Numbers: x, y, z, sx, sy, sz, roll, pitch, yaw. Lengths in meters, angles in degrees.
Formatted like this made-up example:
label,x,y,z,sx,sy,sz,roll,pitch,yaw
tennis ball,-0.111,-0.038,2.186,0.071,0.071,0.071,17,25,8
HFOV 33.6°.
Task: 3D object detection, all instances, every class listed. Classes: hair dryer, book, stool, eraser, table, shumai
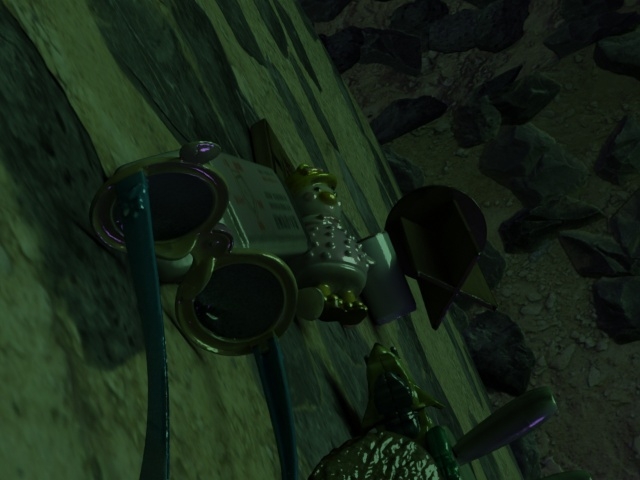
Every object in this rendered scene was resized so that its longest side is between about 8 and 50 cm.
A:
label,x,y,z,sx,sy,sz,roll,pitch,yaw
hair dryer,0.090,0.063,1.654,0.236,0.073,0.131,77,-10,-86
book,-0.018,-0.020,1.287,0.231,0.026,0.161,58,11,-36
stool,0.284,0.330,1.564,0.195,0.198,0.195,64,9,10
eraser,-0.070,-0.019,0.839,0.089,0.061,0.352,64,8,5
table,0.188,0.031,1.594,0.167,0.167,0.227,62,8,-21
shumai,0.027,0.204,0.770,0.099,0.123,0.087,47,-36,12

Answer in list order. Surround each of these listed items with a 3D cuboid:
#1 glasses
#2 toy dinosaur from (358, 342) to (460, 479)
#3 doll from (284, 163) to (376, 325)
label,x,y,z,sx,sy,sz,roll,pitch,yaw
glasses,-0.077,0.080,0.597,0.190,0.088,0.221,57,31,-47
toy dinosaur,0.098,0.226,1.111,0.259,0.094,0.153,69,7,-47
doll,0.000,0.000,1.109,0.129,0.081,0.207,12,47,-31
